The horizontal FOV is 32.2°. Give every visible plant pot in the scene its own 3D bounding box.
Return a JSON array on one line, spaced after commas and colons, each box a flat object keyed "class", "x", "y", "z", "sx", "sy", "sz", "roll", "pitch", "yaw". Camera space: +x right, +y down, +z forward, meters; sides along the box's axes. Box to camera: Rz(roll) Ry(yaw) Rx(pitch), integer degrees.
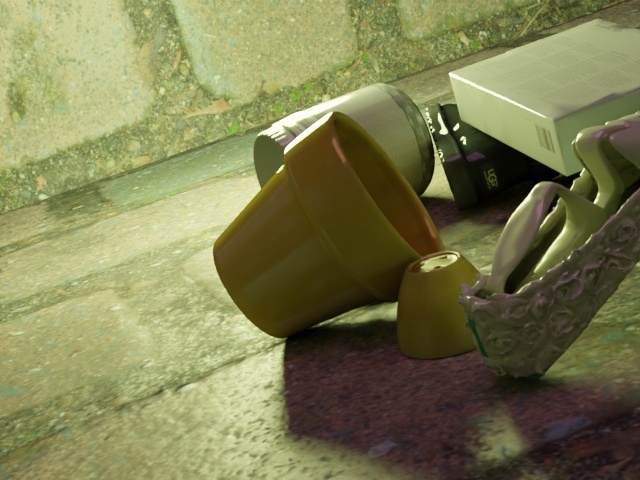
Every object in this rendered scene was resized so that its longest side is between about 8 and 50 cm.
[{"class": "plant pot", "x": 0.000, "y": 0.000, "z": 1.461, "sx": 0.239, "sy": 0.254, "sz": 0.254, "roll": -36, "pitch": 9, "yaw": 17}, {"class": "plant pot", "x": 0.145, "y": 0.069, "z": 1.318, "sx": 0.134, "sy": 0.095, "sz": 0.134, "roll": -16, "pitch": 14, "yaw": 4}]

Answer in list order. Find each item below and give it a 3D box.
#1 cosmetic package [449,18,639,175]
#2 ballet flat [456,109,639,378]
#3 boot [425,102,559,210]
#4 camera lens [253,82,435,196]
[{"class": "cosmetic package", "x": 0.404, "y": -0.232, "z": 1.704, "sx": 0.285, "sy": 0.097, "sz": 0.377, "roll": -23, "pitch": 23, "yaw": -8}, {"class": "ballet flat", "x": 0.292, "y": -0.035, "z": 1.164, "sx": 0.409, "sy": 0.147, "sz": 0.147, "roll": -50, "pitch": 25, "yaw": -14}, {"class": "boot", "x": 0.421, "y": -0.203, "z": 1.908, "sx": 0.445, "sy": 0.146, "sz": 0.367, "roll": -19, "pitch": 24, "yaw": 7}, {"class": "camera lens", "x": 0.047, "y": -0.143, "z": 1.962, "sx": 0.274, "sy": 0.219, "sz": 0.219, "roll": -23, "pitch": 16, "yaw": -21}]
